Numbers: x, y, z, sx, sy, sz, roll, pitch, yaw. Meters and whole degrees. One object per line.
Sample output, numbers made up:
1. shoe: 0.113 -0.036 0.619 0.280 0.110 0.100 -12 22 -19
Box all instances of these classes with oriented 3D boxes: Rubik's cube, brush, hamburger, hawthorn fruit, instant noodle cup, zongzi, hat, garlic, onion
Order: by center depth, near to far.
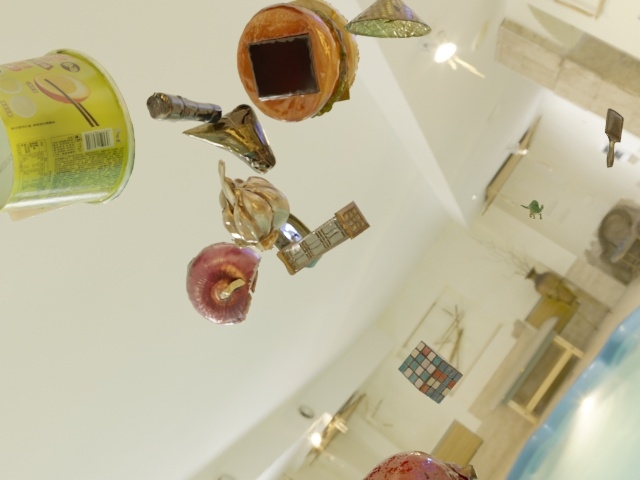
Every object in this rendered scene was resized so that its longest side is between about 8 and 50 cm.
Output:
1. hawthorn fruit: 0.130 0.360 0.758 0.188 0.169 0.169 -27 -25 -14
2. hat: 0.112 -0.378 0.952 0.146 0.146 0.067 -16 -69 -64
3. instant noodle cup: -0.524 -0.188 1.042 0.221 0.311 0.311 -29 -30 -56
4. garlic: -0.141 -0.080 1.078 0.127 0.131 0.194 -52 -48 -22
5. Rubik's cube: 0.259 0.310 1.372 0.092 0.092 0.092 38 -89 -35
6. hamburger: -0.045 -0.432 1.382 0.225 0.291 0.291 -40 -21 -56
7. onion: -0.251 0.103 1.472 0.200 0.200 0.207 -40 -29 -39
8. brush: 0.792 -0.274 1.576 0.016 0.062 0.194 -33 35 63
9. zongzi: -0.368 -0.375 2.395 0.317 0.290 0.154 -25 3 -13

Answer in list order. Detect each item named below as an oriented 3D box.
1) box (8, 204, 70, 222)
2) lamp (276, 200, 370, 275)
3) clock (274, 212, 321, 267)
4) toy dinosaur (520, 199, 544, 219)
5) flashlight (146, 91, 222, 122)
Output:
1. box: -0.772 -0.205 1.555 0.194 0.111 0.261 -20 -61 -23
2. lamp: 0.000 0.000 1.658 0.089 0.090 0.325 -35 0 -41
3. clock: -0.104 -0.015 2.240 0.055 0.281 0.280 -44 -14 18
4. toy dinosaur: 0.712 -0.110 1.949 0.029 0.120 0.061 -4 -68 -14
5. flashlight: -0.475 -0.474 2.108 0.103 0.103 0.424 -60 -10 17
